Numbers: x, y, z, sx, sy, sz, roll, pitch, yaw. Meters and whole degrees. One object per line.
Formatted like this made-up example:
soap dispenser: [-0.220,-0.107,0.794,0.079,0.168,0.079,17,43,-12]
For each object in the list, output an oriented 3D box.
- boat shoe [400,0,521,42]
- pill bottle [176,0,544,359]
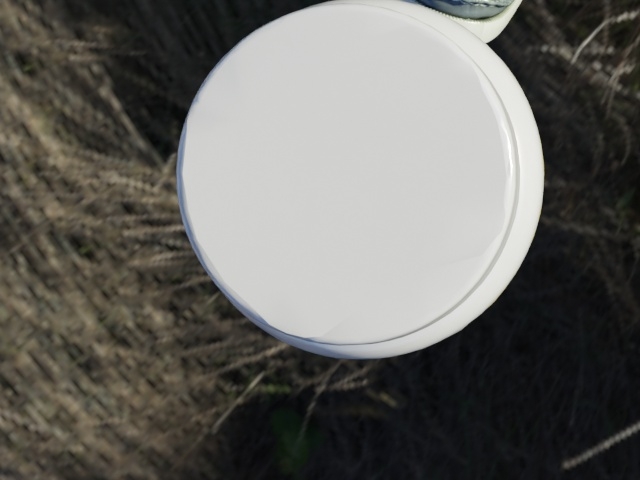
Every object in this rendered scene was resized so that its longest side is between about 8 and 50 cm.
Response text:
boat shoe: [0.127,-0.248,1.110,0.116,0.319,0.099,21,128,5]
pill bottle: [0.018,-0.020,0.559,0.119,0.208,0.119,0,91,7]
